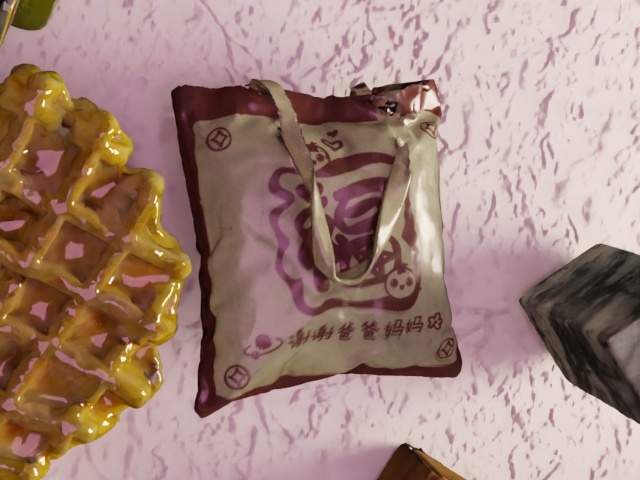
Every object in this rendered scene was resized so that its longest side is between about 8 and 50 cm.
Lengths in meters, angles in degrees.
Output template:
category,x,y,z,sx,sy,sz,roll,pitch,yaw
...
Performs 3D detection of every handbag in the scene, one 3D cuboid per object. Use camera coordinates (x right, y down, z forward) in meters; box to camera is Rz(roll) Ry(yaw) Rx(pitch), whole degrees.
category,x,y,z,sx,sy,sz,roll,pitch,yaw
handbag,0.000,0.000,0.956,0.213,0.127,0.235,-5,87,-18

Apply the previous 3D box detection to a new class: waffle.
category,x,y,z,sx,sy,sz,roll,pitch,yaw
waffle,-0.246,0.041,0.895,0.324,0.151,0.261,-38,107,-2

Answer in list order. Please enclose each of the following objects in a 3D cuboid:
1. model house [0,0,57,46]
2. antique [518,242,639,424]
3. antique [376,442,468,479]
category,x,y,z,sx,sy,sz,roll,pitch,yaw
model house,-0.344,-0.123,0.783,0.300,0.323,0.340,24,136,-11
antique,0.229,0.068,0.984,0.086,0.183,0.088,-33,104,-7
antique,0.178,0.280,1.048,0.310,0.093,0.087,33,90,-15
